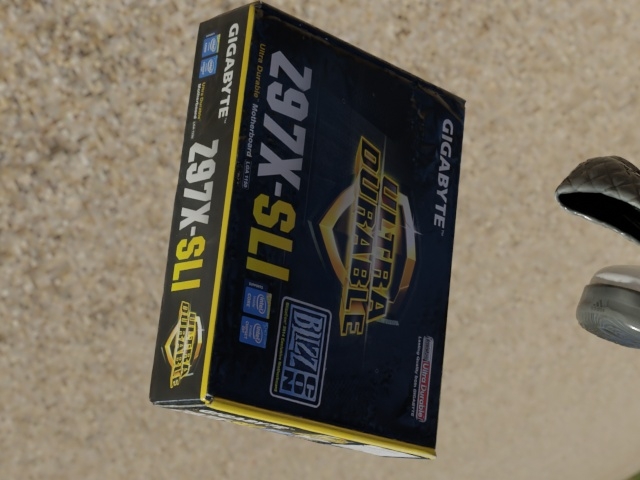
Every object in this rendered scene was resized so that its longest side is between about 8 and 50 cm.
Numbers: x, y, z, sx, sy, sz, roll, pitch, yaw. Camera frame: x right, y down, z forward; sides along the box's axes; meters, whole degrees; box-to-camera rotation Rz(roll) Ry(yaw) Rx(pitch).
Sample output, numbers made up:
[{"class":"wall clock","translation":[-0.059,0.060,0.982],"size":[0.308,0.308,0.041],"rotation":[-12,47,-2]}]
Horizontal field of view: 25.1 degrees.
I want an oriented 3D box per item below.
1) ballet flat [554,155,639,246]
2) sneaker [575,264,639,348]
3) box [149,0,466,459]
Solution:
[{"class":"ballet flat","translation":[0.213,0.006,0.861],"size":[0.049,0.173,0.057],"rotation":[-34,138,-19]},{"class":"sneaker","translation":[0.436,-0.007,1.375],"size":[0.447,0.257,0.169],"rotation":[6,-178,-31]},{"class":"box","translation":[0.000,0.000,1.176],"size":[0.257,0.322,0.079],"rotation":[19,161,-39]}]
